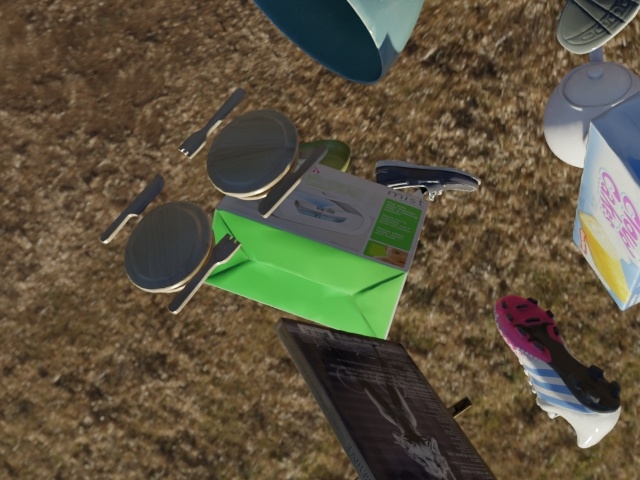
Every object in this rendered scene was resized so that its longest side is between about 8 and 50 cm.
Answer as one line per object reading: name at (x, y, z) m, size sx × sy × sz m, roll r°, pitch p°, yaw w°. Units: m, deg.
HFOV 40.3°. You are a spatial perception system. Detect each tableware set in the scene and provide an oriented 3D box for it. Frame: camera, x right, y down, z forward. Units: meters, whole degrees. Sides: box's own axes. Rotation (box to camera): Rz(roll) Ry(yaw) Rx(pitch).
tableware set at (-0.090, -0.031, 0.758) m, size 0.194 × 0.039 × 0.128 m, roll -48°, pitch 54°, yaw -5°

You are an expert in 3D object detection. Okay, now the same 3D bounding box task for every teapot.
teapot at (0.583, -0.290, 1.830) m, size 0.252 × 0.256 × 0.187 m, roll -35°, pitch 133°, yaw -12°

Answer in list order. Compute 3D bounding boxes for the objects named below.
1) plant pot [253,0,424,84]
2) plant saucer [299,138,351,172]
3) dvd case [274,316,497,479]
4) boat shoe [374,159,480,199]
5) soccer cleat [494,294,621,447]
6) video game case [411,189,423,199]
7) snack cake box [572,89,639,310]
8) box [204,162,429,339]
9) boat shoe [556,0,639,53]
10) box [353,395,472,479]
plant pot at (0.035, -0.378, 1.153) m, size 0.290 × 0.290 × 0.195 m, roll 43°, pitch 81°, yaw -6°
plant saucer at (-0.047, -0.124, 1.720) m, size 0.241 × 0.241 × 0.037 m, roll -13°, pitch 119°, yaw 21°
dvd case at (0.065, 0.159, 0.771) m, size 0.165 × 0.221 × 0.018 m, roll 17°, pitch 116°, yaw -40°
boat shoe at (0.203, -0.106, 1.665) m, size 0.206 × 0.075 × 0.065 m, roll 8°, pitch 78°, yaw -7°
soccer cleat at (0.416, 0.241, 1.616) m, size 0.116 × 0.331 × 0.143 m, roll -8°, pitch 129°, yaw -24°
video game case at (0.159, -0.022, 1.863) m, size 0.019 × 0.157 × 0.143 m, roll 38°, pitch 127°, yaw -21°
snack cake box at (0.293, -0.046, 0.690) m, size 0.152 × 0.264 × 0.089 m, roll -29°, pitch 68°, yaw 3°
box at (0.000, 0.000, 1.220) m, size 0.262 × 0.231 × 0.126 m, roll 19°, pitch 120°, yaw 6°
boat shoe at (0.551, -0.476, 1.568) m, size 0.118 × 0.103 × 0.320 m, roll 39°, pitch 111°, yaw 17°
box at (0.159, 0.353, 1.520) m, size 0.021 × 0.164 × 0.201 m, roll 53°, pitch 131°, yaw 17°
